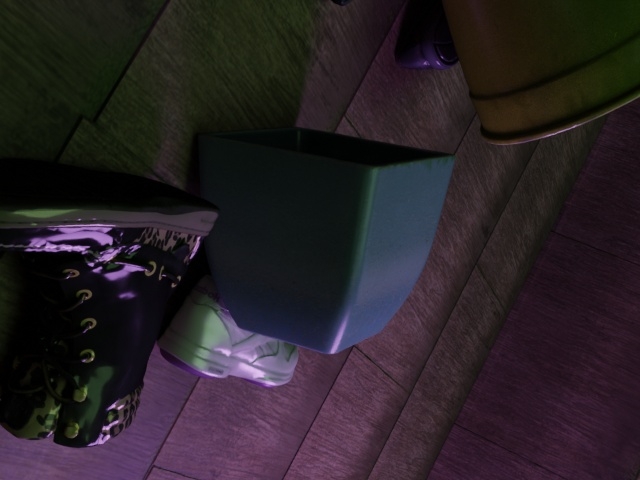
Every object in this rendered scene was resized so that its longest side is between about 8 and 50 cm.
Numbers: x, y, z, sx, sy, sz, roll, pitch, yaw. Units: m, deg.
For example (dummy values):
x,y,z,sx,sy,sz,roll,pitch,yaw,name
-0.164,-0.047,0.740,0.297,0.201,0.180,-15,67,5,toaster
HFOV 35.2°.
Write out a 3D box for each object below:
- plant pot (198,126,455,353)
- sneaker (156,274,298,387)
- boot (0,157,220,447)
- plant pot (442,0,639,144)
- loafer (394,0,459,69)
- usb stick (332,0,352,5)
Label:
x,y,z,sx,sy,sz,roll,pitch,yaw,name
0.000,0.000,1.286,0.247,0.248,0.252,-14,114,-60,plant pot
-0.098,0.122,1.410,0.152,0.114,0.305,-66,155,1,sneaker
-0.261,0.070,1.030,0.377,0.138,0.284,-3,115,-69,boot
0.323,-0.384,1.462,0.366,0.367,0.353,-44,111,-39,plant pot
0.217,-0.378,1.648,0.302,0.095,0.109,-52,122,-36,loafer
0.043,-0.384,1.226,0.278,0.045,0.077,101,14,-70,usb stick
